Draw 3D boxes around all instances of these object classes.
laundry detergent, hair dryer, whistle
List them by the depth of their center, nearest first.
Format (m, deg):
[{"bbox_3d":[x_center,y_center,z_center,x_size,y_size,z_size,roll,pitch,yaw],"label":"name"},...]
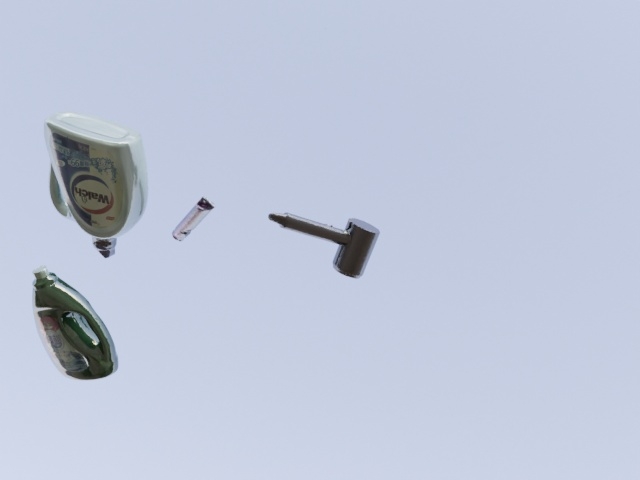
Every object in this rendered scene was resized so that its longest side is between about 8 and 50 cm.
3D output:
[{"bbox_3d":[-0.420,0.136,1.091,0.137,0.063,0.210,0,-62,26],"label":"laundry detergent"},{"bbox_3d":[-0.443,-0.097,1.278,0.215,0.105,0.280,19,-56,12],"label":"laundry detergent"},{"bbox_3d":[0.001,-0.002,1.312,0.248,0.070,0.114,15,-79,-32],"label":"hair dryer"},{"bbox_3d":[-0.267,-0.044,1.358,0.033,0.033,0.176,40,-39,-11],"label":"whistle"}]
